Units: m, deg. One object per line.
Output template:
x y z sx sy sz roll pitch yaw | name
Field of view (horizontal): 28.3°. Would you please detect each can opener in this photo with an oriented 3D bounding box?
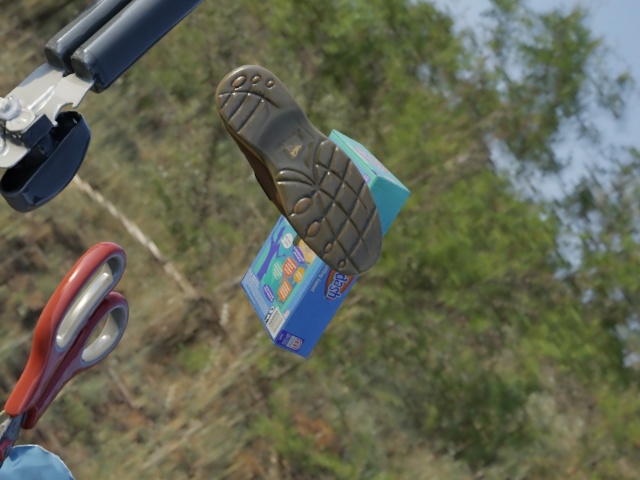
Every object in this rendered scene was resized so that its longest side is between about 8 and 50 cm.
-0.199 -0.150 1.107 0.074 0.280 0.093 25 -25 35 | can opener

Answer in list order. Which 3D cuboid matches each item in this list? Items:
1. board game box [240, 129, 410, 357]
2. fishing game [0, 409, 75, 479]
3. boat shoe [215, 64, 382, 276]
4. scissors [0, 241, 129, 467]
0.000 0.000 1.372 0.047 0.210 0.160 26 13 -25 | board game box
-0.356 0.341 1.556 0.264 0.189 0.041 54 21 13 | fishing game
-0.014 -0.050 0.950 0.178 0.064 0.060 54 -7 5 | boat shoe
-0.223 0.127 0.903 0.021 0.297 0.109 25 -32 17 | scissors
